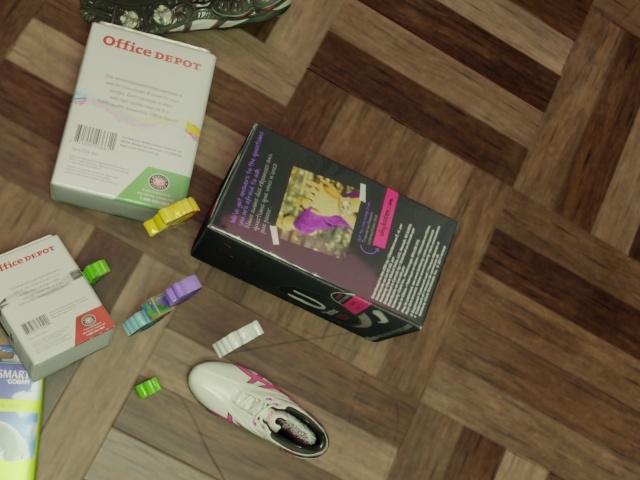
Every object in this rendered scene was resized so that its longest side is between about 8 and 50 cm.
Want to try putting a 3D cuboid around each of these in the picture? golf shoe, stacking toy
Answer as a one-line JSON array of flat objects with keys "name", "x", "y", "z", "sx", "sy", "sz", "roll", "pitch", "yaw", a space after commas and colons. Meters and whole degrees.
[{"name": "golf shoe", "x": -0.168, "y": -0.300, "z": 1.109, "sx": 0.273, "sy": 0.120, "sz": 0.105, "roll": -2, "pitch": 84, "yaw": 7}, {"name": "golf shoe", "x": -0.070, "y": 0.195, "z": 1.026, "sx": 0.186, "sy": 0.086, "sz": 0.067, "roll": 30, "pitch": 73, "yaw": -6}, {"name": "stacking toy", "x": -0.176, "y": 0.072, "z": 0.973, "sx": 0.052, "sy": 0.221, "sz": 0.167, "roll": -24, "pitch": 84, "yaw": -51}]

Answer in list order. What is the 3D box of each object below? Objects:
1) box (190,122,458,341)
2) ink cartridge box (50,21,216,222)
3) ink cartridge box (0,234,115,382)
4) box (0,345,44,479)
[{"name": "box", "x": 0.000, "y": 0.000, "z": 1.046, "sx": 0.270, "sy": 0.165, "sz": 0.143, "roll": 26, "pitch": 72, "yaw": -8}, {"name": "ink cartridge box", "x": -0.225, "y": -0.138, "z": 1.054, "sx": 0.154, "sy": 0.093, "sz": 0.212, "roll": 13, "pitch": 76, "yaw": -13}, {"name": "ink cartridge box", "x": -0.310, "y": 0.074, "z": 0.978, "sx": 0.099, "sy": 0.056, "sz": 0.135, "roll": -26, "pitch": 72, "yaw": -32}, {"name": "box", "x": -0.367, "y": 0.204, "z": 0.964, "sx": 0.109, "sy": 0.042, "sz": 0.178, "roll": 5, "pitch": 77, "yaw": -15}]
